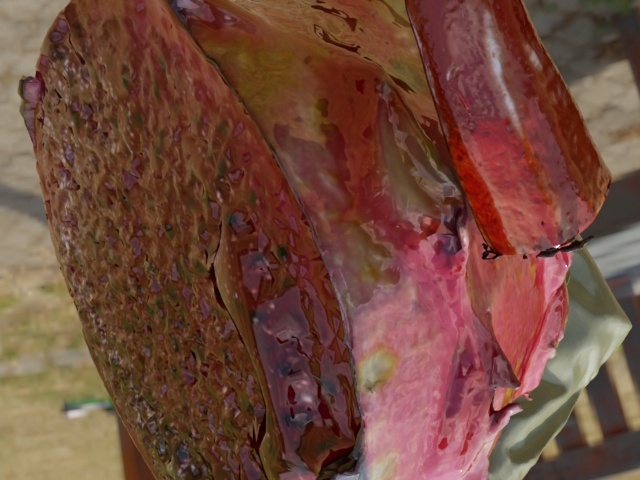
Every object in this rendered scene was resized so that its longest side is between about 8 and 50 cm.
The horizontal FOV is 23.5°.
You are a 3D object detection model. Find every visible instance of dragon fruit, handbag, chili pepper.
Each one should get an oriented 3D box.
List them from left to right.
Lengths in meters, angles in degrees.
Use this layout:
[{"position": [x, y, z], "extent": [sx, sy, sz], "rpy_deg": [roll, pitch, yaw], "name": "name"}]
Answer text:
[{"position": [0.000, 0.000, 0.875], "extent": [0.249, 0.371, 0.386], "rpy_deg": [-22, 132, -29], "name": "dragon fruit"}, {"position": [0.125, 0.030, 1.238], "extent": [0.109, 0.253, 0.315], "rpy_deg": [-7, 122, 47], "name": "handbag"}, {"position": [0.074, -0.083, 0.681], "extent": [0.065, 0.088, 0.169], "rpy_deg": [-17, 117, 17], "name": "chili pepper"}]
